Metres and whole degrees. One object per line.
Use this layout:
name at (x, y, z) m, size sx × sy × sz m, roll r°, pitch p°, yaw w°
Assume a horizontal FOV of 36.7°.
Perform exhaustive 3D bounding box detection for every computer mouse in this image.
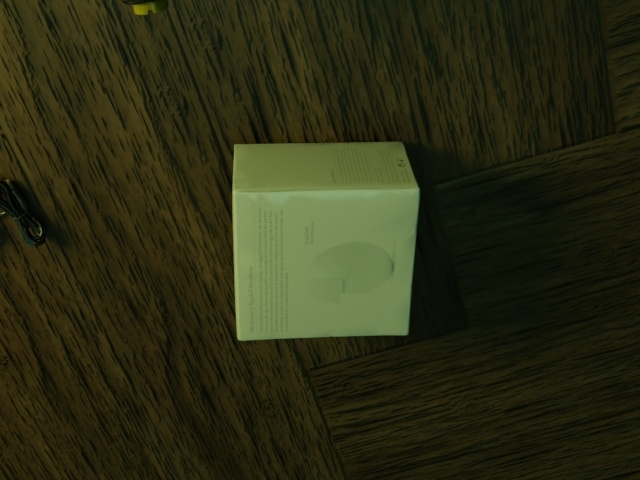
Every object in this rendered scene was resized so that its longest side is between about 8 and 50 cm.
computer mouse at (-0.465, -0.007, 1.255) m, size 0.193 × 0.042 × 0.106 m, roll -22°, pitch 122°, yaw 8°

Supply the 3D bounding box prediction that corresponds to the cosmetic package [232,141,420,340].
cosmetic package at (0.000, 0.000, 1.245) m, size 0.225 × 0.138 × 0.224 m, roll -2°, pitch 121°, yaw -6°

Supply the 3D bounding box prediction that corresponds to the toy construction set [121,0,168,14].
toy construction set at (-0.231, -0.355, 0.950) m, size 0.309 × 0.237 × 0.257 m, roll 10°, pitch 120°, yaw -10°
